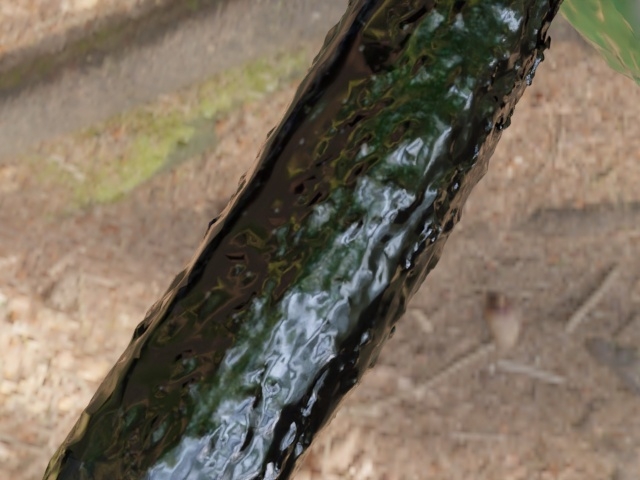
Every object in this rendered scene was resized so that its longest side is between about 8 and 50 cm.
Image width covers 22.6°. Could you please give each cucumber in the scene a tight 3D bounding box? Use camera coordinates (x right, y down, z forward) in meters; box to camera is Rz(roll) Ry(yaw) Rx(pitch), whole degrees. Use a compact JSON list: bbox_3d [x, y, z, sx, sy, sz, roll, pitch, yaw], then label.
[{"bbox_3d":[0.002,-0.001,0.426,0.067,0.245,0.067,26,161,10],"label":"cucumber"}]

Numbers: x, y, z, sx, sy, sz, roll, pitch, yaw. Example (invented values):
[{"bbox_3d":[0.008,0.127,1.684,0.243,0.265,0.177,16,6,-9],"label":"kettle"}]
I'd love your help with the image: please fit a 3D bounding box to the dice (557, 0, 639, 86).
[{"bbox_3d":[0.238,-0.233,0.617,0.322,0.318,0.330,-31,142,-18],"label":"dice"}]
